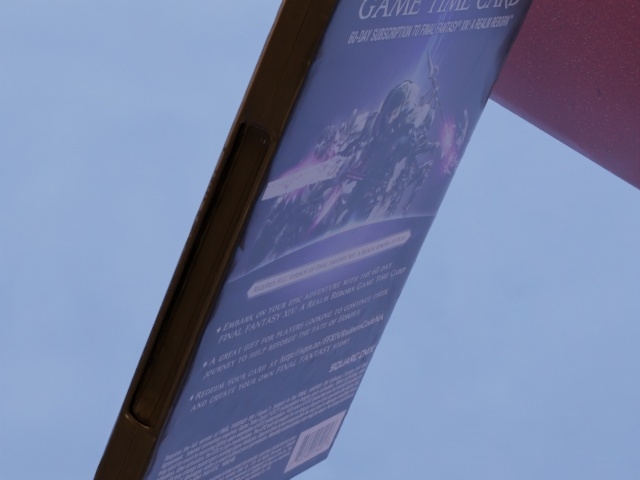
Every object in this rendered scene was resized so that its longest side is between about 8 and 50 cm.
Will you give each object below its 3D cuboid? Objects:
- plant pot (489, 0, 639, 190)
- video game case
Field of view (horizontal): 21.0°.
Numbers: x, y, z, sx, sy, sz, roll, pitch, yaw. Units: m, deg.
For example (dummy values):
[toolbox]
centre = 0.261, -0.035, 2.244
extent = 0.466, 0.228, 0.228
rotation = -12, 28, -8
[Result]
[plant pot]
centre = 0.192, -0.189, 0.967
extent = 0.267, 0.235, 0.267
rotation = 35, -125, 27
[video game case]
centre = 0.000, 0.000, 0.723
extent = 0.026, 0.196, 0.274
rotation = 30, -69, 21
